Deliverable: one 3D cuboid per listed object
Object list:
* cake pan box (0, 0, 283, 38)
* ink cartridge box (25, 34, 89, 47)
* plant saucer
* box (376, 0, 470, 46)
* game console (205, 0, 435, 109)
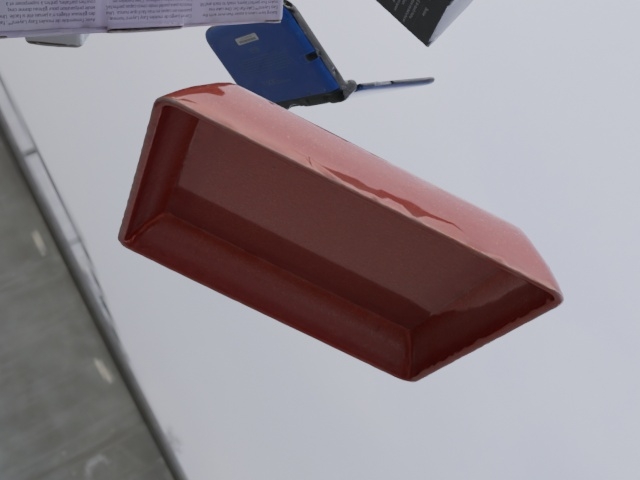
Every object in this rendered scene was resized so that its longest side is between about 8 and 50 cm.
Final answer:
[{"bbox_3d":[-0.143,-0.278,0.738,0.070,0.267,0.246,28,-57,49],"label":"cake pan box"},{"bbox_3d":[-0.244,-0.407,1.039,0.324,0.071,0.330,-89,-177,-61],"label":"ink cartridge box"},{"bbox_3d":[0.000,0.000,0.681,0.258,0.048,0.259,26,-24,-6],"label":"plant saucer"},{"bbox_3d":[0.106,-0.323,1.140,0.158,0.093,0.156,44,-8,2],"label":"box"},{"bbox_3d":[-0.007,-0.296,1.624,0.250,0.173,0.293,55,-23,-20],"label":"game console"}]
